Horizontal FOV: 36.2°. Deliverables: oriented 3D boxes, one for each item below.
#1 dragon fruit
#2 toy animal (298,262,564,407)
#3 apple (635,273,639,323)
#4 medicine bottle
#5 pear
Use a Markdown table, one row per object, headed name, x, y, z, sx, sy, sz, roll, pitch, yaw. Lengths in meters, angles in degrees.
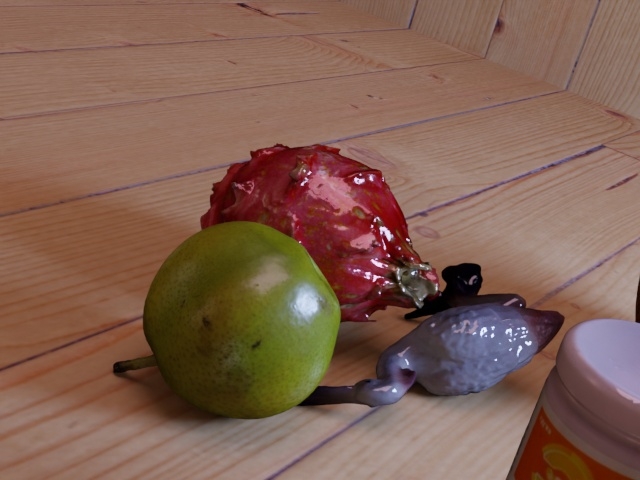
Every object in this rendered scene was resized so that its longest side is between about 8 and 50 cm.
| name | x | y | z | sx | sy | sz | roll | pitch | yaw |
| --- | --- | --- | --- | --- | --- | --- | --- | --- | --- |
| dragon fruit | 0.000 | 0.000 | 1.050 | 0.268 | 0.210 | 0.205 | 25 | 62 | 22 |
| toy animal | 0.130 | 0.115 | 1.019 | 0.195 | 0.090 | 0.324 | 1 | 20 | 30 |
| apple | 0.498 | 0.098 | 1.063 | 0.319 | 0.277 | 0.319 | 8 | 15 | -2 |
| medicine bottle | 0.192 | 0.190 | 0.686 | 0.133 | 0.249 | 0.133 | 13 | 25 | -6 |
| pear | -0.091 | 0.082 | 0.886 | 0.216 | 0.166 | 0.180 | -27 | 66 | 0 |
